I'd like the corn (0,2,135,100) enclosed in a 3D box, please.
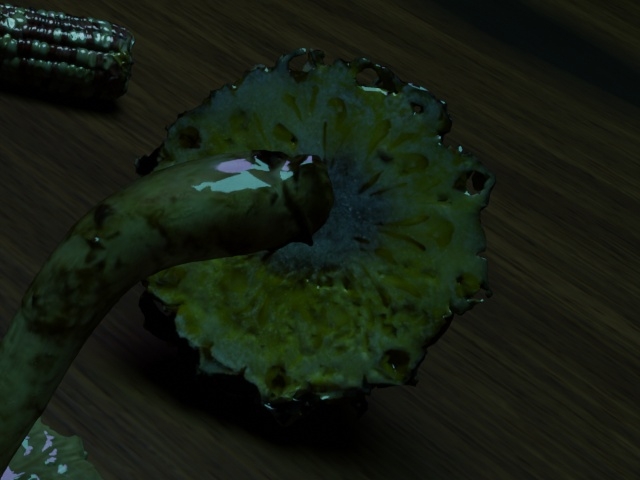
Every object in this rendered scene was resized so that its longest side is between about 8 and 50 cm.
[{"bbox_3d":[-0.284,-0.181,1.473,0.237,0.079,0.079,12,26,-15],"label":"corn"}]

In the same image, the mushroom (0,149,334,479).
[{"bbox_3d":[-0.164,0.067,0.818,0.233,0.301,0.208,25,-13,-23],"label":"mushroom"}]

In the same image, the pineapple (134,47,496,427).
[{"bbox_3d":[0.000,0.000,1.211,0.262,0.262,0.272,23,1,4],"label":"pineapple"}]
